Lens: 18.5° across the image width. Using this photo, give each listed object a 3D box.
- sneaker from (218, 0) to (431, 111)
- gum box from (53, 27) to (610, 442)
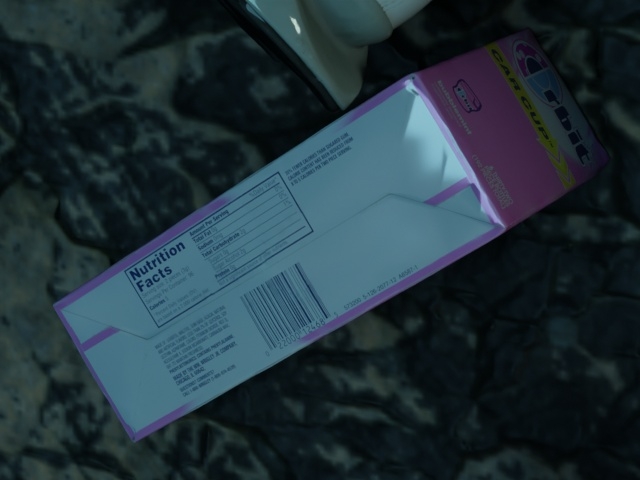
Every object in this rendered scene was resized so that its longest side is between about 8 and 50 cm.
[{"bbox_3d":[-0.051,-0.195,0.705,0.146,0.122,0.330,-46,64,0],"label":"sneaker"},{"bbox_3d":[0.000,0.000,0.728,0.188,0.107,0.062,-31,89,30],"label":"gum box"}]
